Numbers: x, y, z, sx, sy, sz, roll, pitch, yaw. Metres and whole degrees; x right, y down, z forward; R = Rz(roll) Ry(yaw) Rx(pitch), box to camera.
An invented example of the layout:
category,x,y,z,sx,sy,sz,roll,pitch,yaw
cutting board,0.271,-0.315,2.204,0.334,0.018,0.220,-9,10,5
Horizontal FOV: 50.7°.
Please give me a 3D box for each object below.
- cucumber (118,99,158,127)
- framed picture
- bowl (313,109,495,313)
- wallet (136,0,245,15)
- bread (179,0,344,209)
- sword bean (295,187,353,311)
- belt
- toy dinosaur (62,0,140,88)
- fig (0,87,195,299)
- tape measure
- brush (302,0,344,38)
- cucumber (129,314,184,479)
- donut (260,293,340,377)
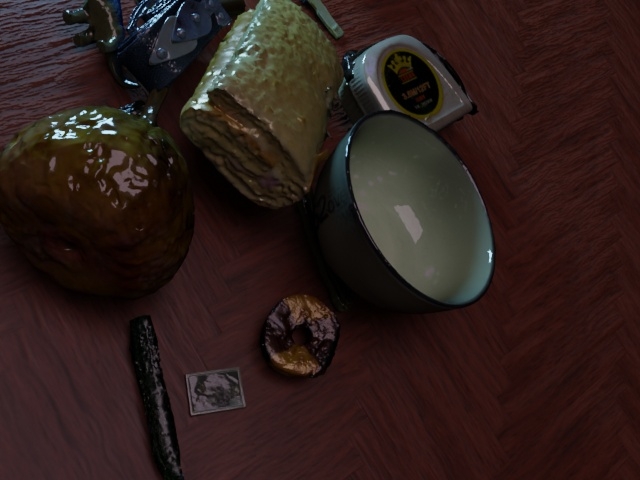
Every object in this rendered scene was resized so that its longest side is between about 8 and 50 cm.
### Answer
category,x,y,z,sx,sy,sz,roll,pitch,yaw
cucumber,-0.392,-0.142,1.070,0.293,0.067,0.067,-34,85,-31
framed picture,-0.162,0.234,1.047,0.089,0.006,0.066,-2,69,-26
bowl,0.118,-0.026,1.160,0.354,0.185,0.353,21,55,-34
wallet,-0.251,-0.465,1.295,0.198,0.031,0.110,-26,80,-31
bread,-0.076,-0.242,1.139,0.236,0.165,0.375,43,36,-23
sword bean,0.000,0.001,1.207,0.043,0.038,0.269,-18,76,-4
belt,-0.267,-0.355,1.163,0.128,0.122,0.218,48,45,-25
toy dinosaur,-0.353,-0.395,1.199,0.188,0.075,0.247,-42,106,-44
fig,-0.283,-0.111,0.987,0.286,0.286,0.368,29,54,-11
tape measure,0.165,-0.304,1.364,0.271,0.133,0.231,-31,91,-33
brush,-0.015,-0.497,1.421,0.178,0.030,0.033,53,42,-8
cucumber,-0.241,0.235,0.990,0.044,0.043,0.256,-10,74,-23
donut,-0.036,0.161,1.107,0.140,0.059,0.140,9,66,-21
